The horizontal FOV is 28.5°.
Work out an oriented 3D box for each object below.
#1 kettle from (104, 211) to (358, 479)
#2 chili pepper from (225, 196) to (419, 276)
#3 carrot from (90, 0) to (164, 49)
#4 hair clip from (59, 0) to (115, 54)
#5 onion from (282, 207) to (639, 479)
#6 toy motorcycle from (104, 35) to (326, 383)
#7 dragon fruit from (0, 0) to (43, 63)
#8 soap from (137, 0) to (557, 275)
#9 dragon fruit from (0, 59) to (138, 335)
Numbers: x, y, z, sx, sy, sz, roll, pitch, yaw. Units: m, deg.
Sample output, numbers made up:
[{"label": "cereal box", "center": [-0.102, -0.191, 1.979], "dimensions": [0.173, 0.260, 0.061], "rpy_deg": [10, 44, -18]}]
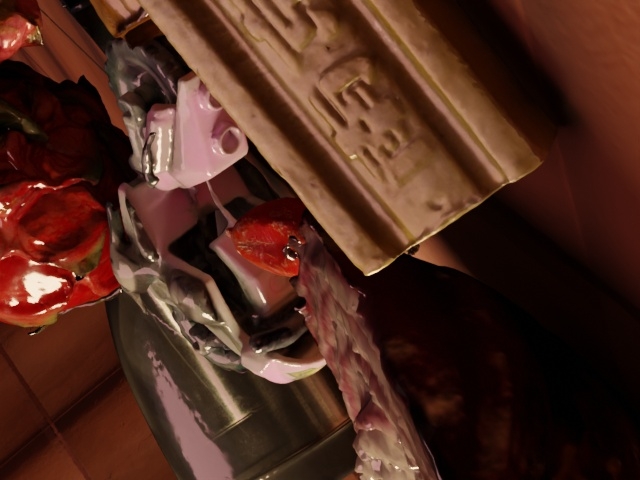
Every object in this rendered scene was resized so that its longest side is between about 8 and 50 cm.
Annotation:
[{"label": "kettle", "center": [-0.081, 0.093, 1.280], "dimensions": [0.324, 0.228, 0.321], "rpy_deg": [59, -166, 1]}, {"label": "chili pepper", "center": [0.001, 0.000, 0.837], "dimensions": [0.191, 0.050, 0.059], "rpy_deg": [6, 132, 47]}, {"label": "carrot", "center": [-0.121, -0.207, 0.531], "dimensions": [0.263, 0.102, 0.102], "rpy_deg": [53, 171, -9]}, {"label": "hair clip", "center": [-0.197, -0.184, 1.196], "dimensions": [0.070, 0.039, 0.229], "rpy_deg": [45, 171, 25]}, {"label": "onion", "center": [0.096, 0.105, 0.627], "dimensions": [0.314, 0.146, 0.280], "rpy_deg": [-126, 15, -66]}, {"label": "toy motorcycle", "center": [-0.071, -0.009, 0.984], "dimensions": [0.188, 0.143, 0.327], "rpy_deg": [24, 139, 38]}, {"label": "dragon fruit", "center": [-0.317, -0.243, 0.989], "dimensions": [0.227, 0.224, 0.224], "rpy_deg": [53, 175, 37]}, {"label": "soap", "center": [-0.025, -0.109, 0.463], "dimensions": [0.252, 0.092, 0.037], "rpy_deg": [51, -146, -5]}, {"label": "dragon fruit", "center": [-0.255, -0.025, 1.104], "dimensions": [0.234, 0.233, 0.293], "rpy_deg": [47, 161, 21]}]
